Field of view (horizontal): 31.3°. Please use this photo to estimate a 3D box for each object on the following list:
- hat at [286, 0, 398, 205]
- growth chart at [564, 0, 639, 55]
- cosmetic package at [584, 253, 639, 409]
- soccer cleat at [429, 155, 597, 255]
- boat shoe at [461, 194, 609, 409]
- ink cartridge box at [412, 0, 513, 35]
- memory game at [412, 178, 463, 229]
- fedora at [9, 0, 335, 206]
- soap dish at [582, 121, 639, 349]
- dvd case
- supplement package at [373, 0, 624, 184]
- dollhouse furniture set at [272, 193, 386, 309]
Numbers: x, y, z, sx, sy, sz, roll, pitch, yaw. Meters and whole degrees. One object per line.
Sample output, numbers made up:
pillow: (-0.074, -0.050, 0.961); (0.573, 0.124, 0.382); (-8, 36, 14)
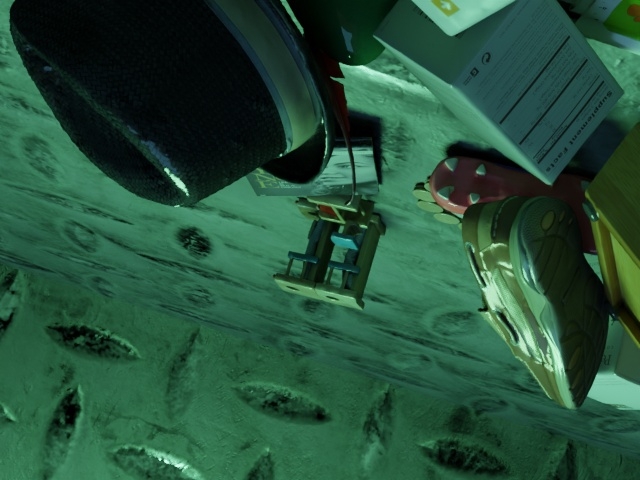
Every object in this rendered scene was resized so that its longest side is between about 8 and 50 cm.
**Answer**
hat: (0.007, -0.159, 0.931); (0.208, 0.184, 0.173); (24, 165, -26)
growth chart: (0.265, -0.189, 0.862); (0.171, 0.021, 0.237); (16, 167, 5)
cosmetic package: (0.400, 0.110, 1.459); (0.151, 0.184, 0.151); (23, 163, -23)
soccer cleat: (0.246, -0.041, 1.313); (0.248, 0.083, 0.095); (15, 178, 11)
boat shoe: (0.241, 0.066, 1.285); (0.116, 0.123, 0.324); (13, 141, 36)
ink cartridge box: (0.115, -0.243, 0.650); (0.175, 0.069, 0.371); (41, 162, -13)
memory game: (0.208, -0.040, 1.464); (0.186, 0.012, 0.186); (16, 164, 5)
fedora: (-0.147, -0.147, 0.970); (0.334, 0.152, 0.334); (39, 158, 20)
soap dish: (0.371, 0.051, 1.145); (0.229, 0.118, 0.291); (61, 180, 36)
dvd case: (-0.013, -0.087, 1.408); (0.164, 0.018, 0.221); (0, 168, 5)
supplement package: (0.148, -0.143, 0.928); (0.105, 0.105, 0.179); (41, -176, 41)
dollhouse furniture set: (0.000, 0.000, 1.603); (0.128, 0.129, 0.184); (12, 165, 17)
